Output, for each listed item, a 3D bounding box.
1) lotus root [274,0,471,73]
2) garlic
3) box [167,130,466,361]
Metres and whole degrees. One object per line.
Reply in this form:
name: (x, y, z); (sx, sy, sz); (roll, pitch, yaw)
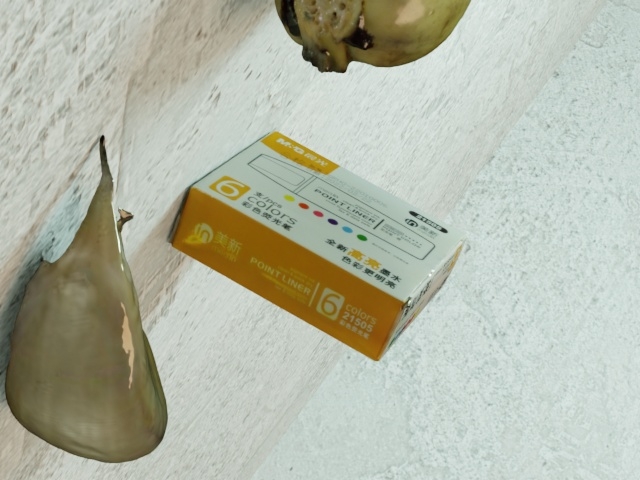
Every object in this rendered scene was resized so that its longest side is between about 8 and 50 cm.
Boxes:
lotus root: (0.064, -0.263, 1.471); (0.183, 0.183, 0.310); (-64, 170, 25)
garlic: (-0.217, 0.081, 1.382); (0.338, 0.151, 0.196); (89, 6, -57)
box: (0.000, 0.000, 1.671); (0.221, 0.274, 0.091); (-44, 159, -60)
